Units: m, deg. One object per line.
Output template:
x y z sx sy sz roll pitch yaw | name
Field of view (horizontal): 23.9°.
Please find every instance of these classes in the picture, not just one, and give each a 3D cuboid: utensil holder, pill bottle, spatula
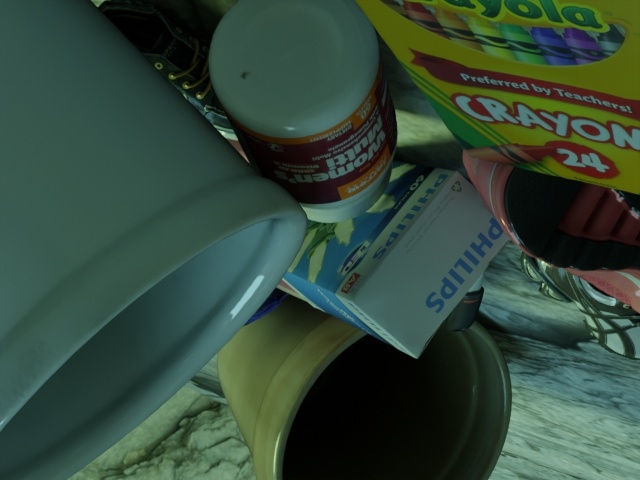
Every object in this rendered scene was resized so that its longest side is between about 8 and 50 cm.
-0.256 -0.045 1.105 0.385 0.327 0.327 47 169 11 | utensil holder
-0.005 -0.096 1.138 0.121 0.121 0.221 20 165 15 | pill bottle
0.143 0.030 1.427 0.084 0.030 0.296 -7 154 -5 | spatula

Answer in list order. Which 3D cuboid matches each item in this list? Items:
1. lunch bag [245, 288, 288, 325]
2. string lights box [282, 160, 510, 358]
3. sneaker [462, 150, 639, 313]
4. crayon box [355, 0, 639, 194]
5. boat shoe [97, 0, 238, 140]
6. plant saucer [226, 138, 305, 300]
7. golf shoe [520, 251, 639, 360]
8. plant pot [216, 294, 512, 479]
-0.266 0.020 1.783 0.385 0.239 0.328 13 172 -30 | lunch bag
0.051 0.005 1.268 0.077 0.133 0.260 41 173 -17 | string lights box
0.237 -0.011 1.149 0.314 0.116 0.136 29 -173 -28 | sneaker
0.133 -0.131 0.871 0.202 0.081 0.318 15 163 33 | crayon box
-0.106 -0.140 1.253 0.183 0.065 0.083 22 167 11 | boat shoe
0.000 0.000 1.556 0.332 0.084 0.332 23 165 6 | plant saucer
0.268 0.051 1.322 0.198 0.077 0.094 30 165 -25 | golf shoe
0.022 0.180 1.823 0.323 0.323 0.280 35 180 -37 | plant pot
